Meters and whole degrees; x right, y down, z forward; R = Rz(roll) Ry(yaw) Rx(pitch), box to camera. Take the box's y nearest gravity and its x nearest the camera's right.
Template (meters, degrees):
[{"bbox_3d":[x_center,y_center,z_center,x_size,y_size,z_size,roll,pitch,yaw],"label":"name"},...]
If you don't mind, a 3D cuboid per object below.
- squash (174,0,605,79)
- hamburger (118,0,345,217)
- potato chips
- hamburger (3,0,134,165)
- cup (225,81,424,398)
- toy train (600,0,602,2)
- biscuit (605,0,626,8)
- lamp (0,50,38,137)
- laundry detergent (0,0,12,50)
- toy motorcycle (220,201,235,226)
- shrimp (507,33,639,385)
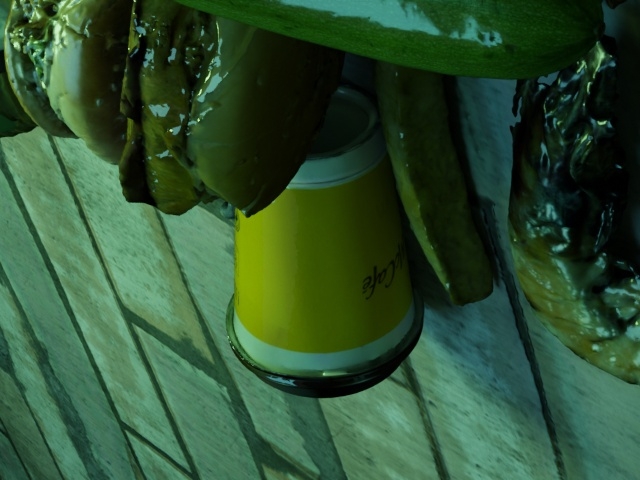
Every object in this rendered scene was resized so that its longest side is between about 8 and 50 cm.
[{"bbox_3d":[0.007,-0.187,1.249,0.395,0.107,0.107,15,143,15],"label":"squash"},{"bbox_3d":[-0.073,-0.174,1.473,0.174,0.284,0.304,12,147,9],"label":"hamburger"},{"bbox_3d":[0.088,-0.101,1.532,0.080,0.057,0.407,40,153,41],"label":"potato chips"},{"bbox_3d":[-0.170,-0.196,1.678,0.146,0.243,0.286,26,158,38],"label":"hamburger"},{"bbox_3d":[0.000,0.000,1.705,0.196,0.196,0.280,35,141,40],"label":"cup"},{"bbox_3d":[0.158,-0.188,1.274,0.093,0.056,0.038,39,129,34],"label":"toy train"},{"bbox_3d":[0.227,-0.202,1.147,0.064,0.034,0.199,57,157,-5],"label":"biscuit"},{"bbox_3d":[-0.342,-0.232,2.015,0.284,0.250,0.250,2,136,12],"label":"lamp"},{"bbox_3d":[-0.360,-0.326,1.864,0.214,0.281,0.105,-8,150,24],"label":"laundry detergent"},{"bbox_3d":[-0.064,-0.024,1.941,0.124,0.061,0.193,33,147,41],"label":"toy motorcycle"},{"bbox_3d":[0.240,-0.004,1.367,0.233,0.071,0.365,32,149,26],"label":"shrimp"}]
